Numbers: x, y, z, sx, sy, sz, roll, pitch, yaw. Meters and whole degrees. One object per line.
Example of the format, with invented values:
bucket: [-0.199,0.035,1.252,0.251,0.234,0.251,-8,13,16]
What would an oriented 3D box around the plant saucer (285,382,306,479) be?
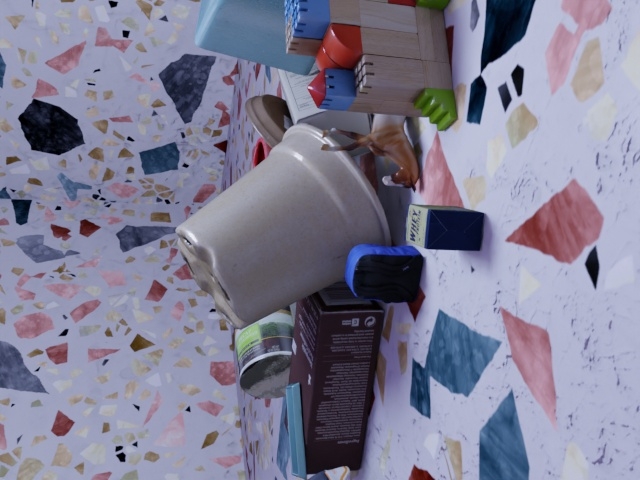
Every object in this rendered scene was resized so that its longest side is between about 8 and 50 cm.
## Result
plant saucer: [-0.052,0.394,1.343,0.067,0.018,0.192,141,126,-67]

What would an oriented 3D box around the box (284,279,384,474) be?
box: [0.019,0.279,1.375,0.191,0.143,0.381,-128,40,-65]

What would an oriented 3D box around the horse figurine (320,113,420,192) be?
horse figurine: [0.096,-0.216,1.142,0.066,0.175,0.263,100,177,-58]

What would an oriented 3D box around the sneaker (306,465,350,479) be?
sneaker: [0.078,0.575,1.197,0.321,0.127,0.126,59,160,17]

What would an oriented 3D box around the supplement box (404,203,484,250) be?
supplement box: [0.175,-0.020,0.926,0.083,0.083,0.056,-148,61,-73]

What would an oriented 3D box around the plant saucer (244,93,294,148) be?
plant saucer: [-0.053,-0.243,1.494,0.041,0.278,0.278,-46,36,24]

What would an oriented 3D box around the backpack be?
backpack: [0.102,0.055,1.118,0.101,0.120,0.098,-135,47,-69]

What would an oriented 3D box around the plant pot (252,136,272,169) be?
plant pot: [-0.078,-0.169,1.683,0.191,0.174,0.191,-178,90,-75]

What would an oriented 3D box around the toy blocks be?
toy blocks: [0.059,-0.357,1.039,0.191,0.261,0.381,135,134,-68]

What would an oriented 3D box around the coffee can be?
coffee can: [-0.144,0.279,1.843,0.275,0.202,0.201,-106,23,-46]

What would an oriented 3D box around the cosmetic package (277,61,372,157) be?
cosmetic package: [0.005,-0.299,1.393,0.296,0.153,0.129,-105,0,-49]

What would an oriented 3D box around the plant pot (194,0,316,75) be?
plant pot: [-0.083,-0.502,1.233,0.252,0.247,0.247,156,123,-69]

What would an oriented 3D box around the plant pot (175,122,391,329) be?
plant pot: [-0.089,-0.005,1.223,0.334,0.305,0.333,46,156,28]
